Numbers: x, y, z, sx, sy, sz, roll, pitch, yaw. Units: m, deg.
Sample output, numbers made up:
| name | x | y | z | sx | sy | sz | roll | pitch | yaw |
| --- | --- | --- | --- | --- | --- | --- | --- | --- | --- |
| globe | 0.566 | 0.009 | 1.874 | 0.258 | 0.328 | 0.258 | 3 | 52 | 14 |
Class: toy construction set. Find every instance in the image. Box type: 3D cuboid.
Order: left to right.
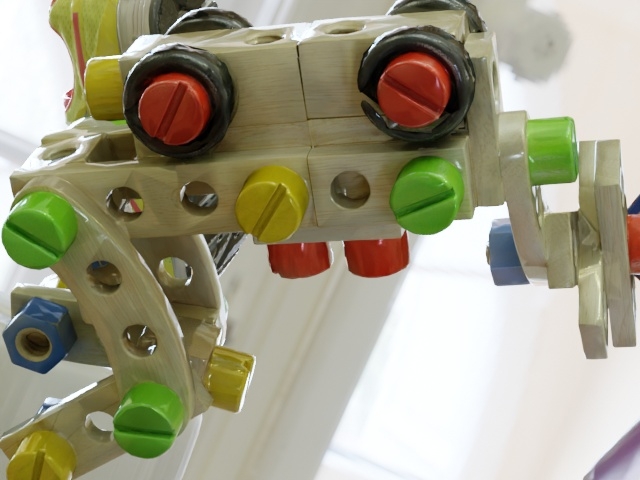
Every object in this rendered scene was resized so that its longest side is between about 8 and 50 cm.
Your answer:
| name | x | y | z | sx | sy | sz | roll | pitch | yaw |
| --- | --- | --- | --- | --- | --- | --- | --- | --- | --- |
| toy construction set | 0.000 | 0.000 | 0.848 | 0.327 | 0.215 | 0.151 | -9 | 22 | -1 |

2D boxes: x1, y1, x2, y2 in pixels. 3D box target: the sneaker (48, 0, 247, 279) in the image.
| name | x | y | z | sx | sy | sz | roll | pitch | yaw |
| --- | --- | --- | --- | --- | --- | --- | --- | --- | --- |
| sneaker | -0.094 | -0.059 | 1.030 | 0.094 | 0.208 | 0.081 | 12 | 41 | 26 |

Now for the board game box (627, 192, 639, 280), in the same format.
| name | x | y | z | sx | sy | sz | roll | pitch | yaw |
| --- | --- | --- | --- | --- | --- | --- | --- | --- | --- |
| board game box | 0.257 | 0.014 | 0.960 | 0.193 | 0.147 | 0.045 | 45 | 40 | 13 |

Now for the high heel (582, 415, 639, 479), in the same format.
| name | x | y | z | sx | sy | sz | roll | pitch | yaw |
| --- | --- | --- | --- | --- | --- | --- | --- | --- | --- |
| high heel | 0.014 | 0.127 | 0.439 | 0.181 | 0.377 | 0.127 | 17 | 38 | 5 |

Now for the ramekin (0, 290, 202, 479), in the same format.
| name | x | y | z | sx | sy | sz | roll | pitch | yaw |
| --- | --- | --- | --- | --- | --- | --- | --- | --- | --- |
| ramekin | -0.207 | 0.107 | 1.147 | 0.277 | 0.135 | 0.277 | 25 | -2 | 1 |
